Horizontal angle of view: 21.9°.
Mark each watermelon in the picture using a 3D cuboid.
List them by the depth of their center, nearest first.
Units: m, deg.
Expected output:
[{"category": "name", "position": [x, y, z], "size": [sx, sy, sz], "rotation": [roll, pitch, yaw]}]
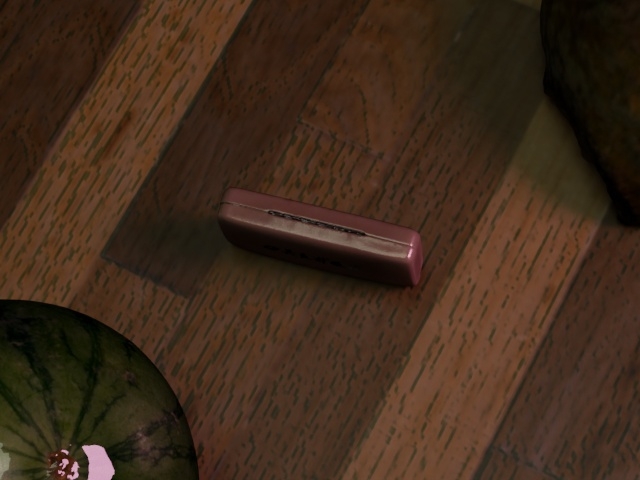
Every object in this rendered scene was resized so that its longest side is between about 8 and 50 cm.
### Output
[{"category": "watermelon", "position": [-0.160, 0.123, 0.829], "size": [0.188, 0.214, 0.188], "rotation": [5, 78, -25]}]

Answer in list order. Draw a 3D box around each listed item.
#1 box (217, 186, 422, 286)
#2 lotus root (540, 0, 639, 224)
[{"category": "box", "position": [0.000, 0.000, 0.920], "size": [0.115, 0.048, 0.025], "rotation": [14, 67, 11]}, {"category": "lotus root", "position": [0.283, -0.128, 0.884], "size": [0.314, 0.142, 0.210], "rotation": [-27, 69, -2]}]
